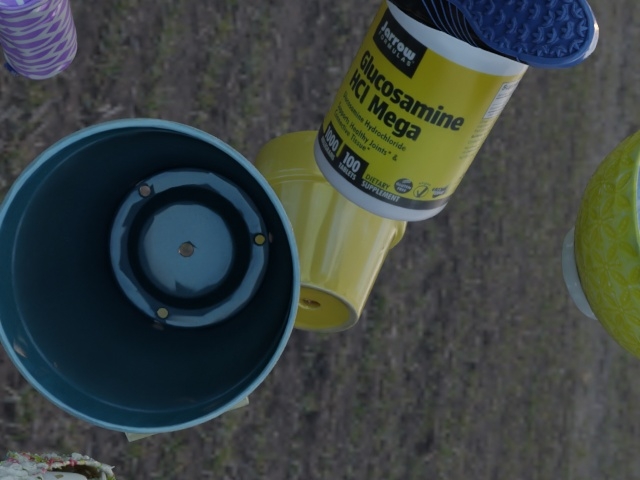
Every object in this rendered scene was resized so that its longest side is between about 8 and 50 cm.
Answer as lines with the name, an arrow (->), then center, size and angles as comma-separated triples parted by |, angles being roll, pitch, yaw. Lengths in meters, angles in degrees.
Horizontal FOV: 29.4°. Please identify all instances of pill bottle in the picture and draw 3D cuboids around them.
pill bottle -> 0.135, -0.200, 1.453 | 0.188, 0.188, 0.334 | -47, 167, -55

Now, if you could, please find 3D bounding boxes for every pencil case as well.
pencil case -> -0.304, -0.239, 1.264 | 0.088, 0.086, 0.206 | 53, -13, 7

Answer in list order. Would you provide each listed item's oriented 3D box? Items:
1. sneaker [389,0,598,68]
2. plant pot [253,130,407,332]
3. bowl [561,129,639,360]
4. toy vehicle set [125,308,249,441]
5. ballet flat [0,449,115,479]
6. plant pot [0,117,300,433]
sneaker -> 0.137, -0.201, 1.016 | 0.090, 0.232, 0.081 | 15, 106, -60
plant pot -> 0.000, 0.000, 1.857 | 0.254, 0.254, 0.239 | 52, 42, -51
bowl -> 0.363, 0.019, 1.354 | 0.289, 0.156, 0.289 | 14, 69, -41
toy vehicle set -> -0.192, 0.156, 1.693 | 0.267, 0.166, 0.035 | -103, 176, -58
ballet flat -> -0.217, 0.209, 0.997 | 0.241, 0.077, 0.091 | 43, 40, -88
plant pot -> -0.146, 0.018, 1.164 | 0.255, 0.272, 0.271 | -65, 151, -83
